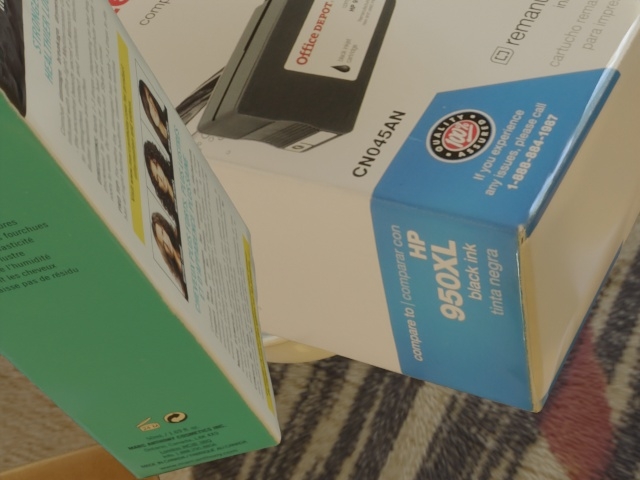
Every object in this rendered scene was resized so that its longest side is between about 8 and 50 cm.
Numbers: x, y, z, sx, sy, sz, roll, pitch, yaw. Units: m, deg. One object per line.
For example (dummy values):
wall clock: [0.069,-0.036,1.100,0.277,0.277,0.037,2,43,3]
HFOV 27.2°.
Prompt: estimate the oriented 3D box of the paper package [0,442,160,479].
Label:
paper package: [-0.263,0.359,1.159,0.325,0.168,0.309,-16,68,-16]

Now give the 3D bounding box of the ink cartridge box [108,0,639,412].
ink cartridge box: [0.013,-0.085,0.908,0.395,0.166,0.285,14,50,26]

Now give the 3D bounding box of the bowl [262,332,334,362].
bowl: [0.000,0.000,1.193,0.298,0.134,0.297,-20,46,22]

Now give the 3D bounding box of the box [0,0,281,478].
box: [-0.081,-0.016,0.419,0.060,0.244,0.100,-16,56,8]
